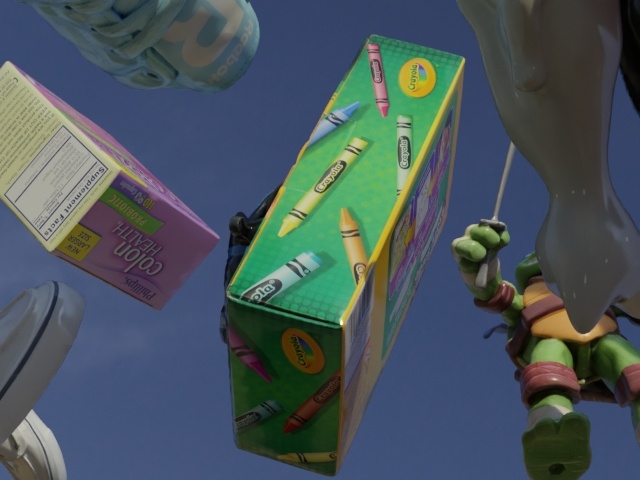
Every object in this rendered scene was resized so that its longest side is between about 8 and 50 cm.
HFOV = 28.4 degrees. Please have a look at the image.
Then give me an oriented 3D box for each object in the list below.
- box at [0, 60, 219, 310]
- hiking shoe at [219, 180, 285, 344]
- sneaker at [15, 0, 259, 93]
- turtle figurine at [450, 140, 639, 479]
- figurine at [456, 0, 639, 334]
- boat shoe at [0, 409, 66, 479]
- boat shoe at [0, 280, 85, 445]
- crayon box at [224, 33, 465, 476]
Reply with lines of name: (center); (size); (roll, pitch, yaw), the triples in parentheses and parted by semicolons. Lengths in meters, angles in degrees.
box: (-0.272, -0.061, 1.452); (0.243, 0.117, 0.213); (42, 2, 33)
hiking shoe: (0.000, 0.000, 1.220); (0.113, 0.304, 0.132); (6, -71, 18)
sneaker: (-0.090, -0.149, 0.641); (0.150, 0.366, 0.135); (37, -85, 0)
turtle figurine: (0.208, 0.040, 0.960); (0.198, 0.266, 0.274); (30, -60, -23)
figurine: (0.184, -0.061, 0.739); (0.092, 0.215, 0.209); (-11, -87, 48)
boat shoe: (-0.355, 0.199, 1.361); (0.083, 0.076, 0.226); (-9, -65, 38)
boat shoe: (-0.260, 0.115, 0.813); (0.084, 0.095, 0.258); (43, -95, -24)
crayon box: (0.023, 0.005, 0.899); (0.081, 0.278, 0.165); (15, -42, 13)
